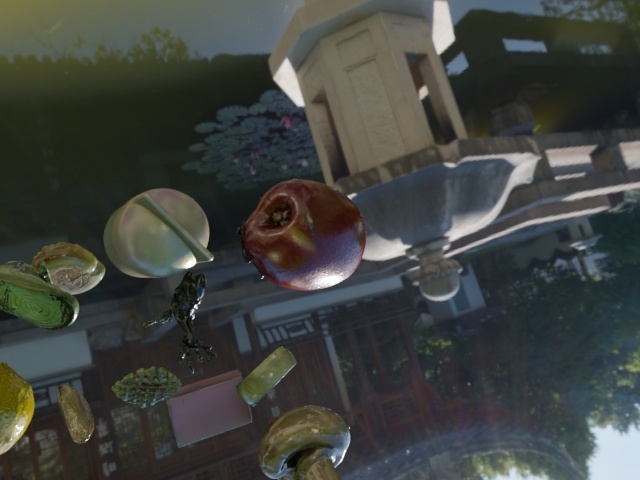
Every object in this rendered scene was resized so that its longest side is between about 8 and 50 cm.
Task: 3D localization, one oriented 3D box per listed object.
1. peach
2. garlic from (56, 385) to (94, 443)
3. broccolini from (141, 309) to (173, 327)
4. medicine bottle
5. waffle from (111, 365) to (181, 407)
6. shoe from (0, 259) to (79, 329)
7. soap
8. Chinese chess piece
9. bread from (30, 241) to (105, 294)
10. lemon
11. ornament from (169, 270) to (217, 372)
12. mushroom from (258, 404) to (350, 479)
[{"bbox_3d":[0.000,0.000,1.240,0.201,0.257,0.362,-6,150,40],"label":"peach"},{"bbox_3d":[-0.786,0.553,1.661,0.087,0.195,0.101,-20,168,-23],"label":"garlic"},{"bbox_3d":[-0.470,0.226,1.494,0.030,0.035,0.140,17,-175,14],"label":"broccolini"},{"bbox_3d":[-0.432,-0.017,1.390,0.236,0.235,0.406,-9,-179,-31],"label":"medicine bottle"},{"bbox_3d":[-0.520,0.441,1.558,0.183,0.036,0.169,-31,133,9],"label":"waffle"},{"bbox_3d":[-0.759,0.130,1.360,0.262,0.128,0.140,16,134,-7],"label":"shoe"},{"bbox_3d":[-0.375,0.560,1.745,0.259,0.181,0.081,-15,-173,-18],"label":"soap"},{"bbox_3d":[-0.153,0.389,1.489,0.188,0.083,0.188,-42,171,-8],"label":"Chinese chess piece"},{"bbox_3d":[-0.793,0.086,1.623,0.213,0.104,0.213,-16,145,-12],"label":"bread"},{"bbox_3d":[-0.806,0.401,1.192,0.233,0.233,0.288,-21,172,25],"label":"lemon"},{"bbox_3d":[-0.338,0.227,1.397,0.080,0.236,0.202,8,132,-35],"label":"ornament"},{"bbox_3d":[-0.035,0.653,1.527,0.292,0.290,0.292,-10,132,-12],"label":"mushroom"}]
